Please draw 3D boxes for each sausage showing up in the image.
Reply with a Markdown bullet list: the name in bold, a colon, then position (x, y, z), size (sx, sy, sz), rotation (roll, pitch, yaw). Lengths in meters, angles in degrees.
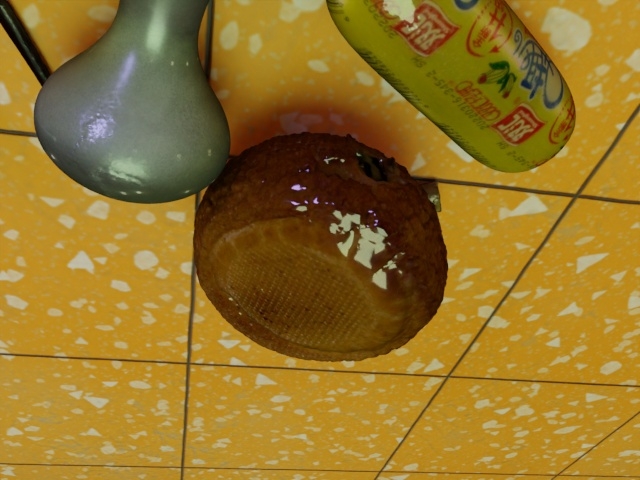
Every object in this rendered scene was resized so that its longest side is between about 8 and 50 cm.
- **sausage**: position (0.131, -0.174, 0.566), size (0.123, 0.123, 0.347), rotation (-35, 131, 30)

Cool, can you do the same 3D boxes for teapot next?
- **teapot**: position (-0.149, -0.164, 0.532), size (0.184, 0.183, 0.250), rotation (13, 125, -18)

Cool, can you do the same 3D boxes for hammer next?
- **hammer**: position (-0.284, -0.175, 0.615), size (0.065, 0.021, 0.178), rotation (-10, 136, 7)

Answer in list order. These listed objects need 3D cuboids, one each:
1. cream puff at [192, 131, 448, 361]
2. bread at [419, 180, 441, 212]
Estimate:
- **cream puff**: position (0.000, 0.000, 0.690), size (0.303, 0.212, 0.303), rotation (11, 138, 11)
- **bread**: position (0.115, -0.050, 0.772), size (0.083, 0.036, 0.047), rotation (-9, 134, 3)
